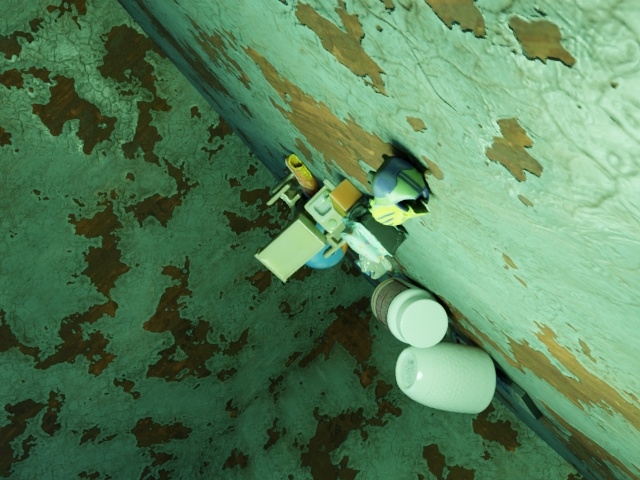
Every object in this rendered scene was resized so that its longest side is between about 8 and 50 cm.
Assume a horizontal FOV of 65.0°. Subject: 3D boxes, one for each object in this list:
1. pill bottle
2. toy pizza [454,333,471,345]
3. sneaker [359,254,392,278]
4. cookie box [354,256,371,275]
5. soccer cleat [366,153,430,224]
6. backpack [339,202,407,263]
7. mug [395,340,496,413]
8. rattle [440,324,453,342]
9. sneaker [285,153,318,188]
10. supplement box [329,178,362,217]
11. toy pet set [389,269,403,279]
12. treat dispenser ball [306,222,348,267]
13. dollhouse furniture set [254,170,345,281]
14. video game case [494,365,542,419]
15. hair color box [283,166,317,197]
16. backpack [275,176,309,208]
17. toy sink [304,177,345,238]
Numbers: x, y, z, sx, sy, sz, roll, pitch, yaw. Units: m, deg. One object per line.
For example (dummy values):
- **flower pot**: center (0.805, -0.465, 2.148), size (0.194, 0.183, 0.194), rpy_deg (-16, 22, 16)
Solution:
- **pill bottle**: center (0.361, 0.293, 2.066), size (0.224, 0.224, 0.392), rpy_deg (46, 178, -10)
- **toy pizza**: center (0.701, 0.521, 2.358), size (0.201, 0.032, 0.201), rpy_deg (45, 177, 3)
- **sneaker**: center (0.209, 0.075, 2.244), size (0.262, 0.121, 0.099), rpy_deg (47, 176, -23)
- **cookie box**: center (0.231, 0.097, 2.383), size (0.092, 0.107, 0.040), rpy_deg (45, 176, -18)
- **soccer cleat**: center (0.163, -0.073, 1.000), size (0.121, 0.093, 0.289), rpy_deg (38, 176, 18)
- **backpack**: center (0.143, -0.028, 1.477), size (0.166, 0.144, 0.188), rpy_deg (41, -178, -19)
- **mug**: center (0.468, 0.540, 2.070), size (0.327, 0.277, 0.374), rpy_deg (13, 177, -20)
- **rattle**: center (0.565, 0.459, 2.391), size (0.200, 0.130, 0.142), rpy_deg (49, 166, -14)
- **sneaker**: center (-0.073, -0.271, 2.016), size (0.175, 0.064, 0.067), rpy_deg (43, 168, -14)
- **supplement box**: center (0.087, -0.121, 1.620), size (0.078, 0.080, 0.233), rpy_deg (46, 176, 10)
- **toy pet set**: center (0.358, 0.195, 2.358), size (0.122, 0.065, 0.114), rpy_deg (45, 177, 25)
- **treat dispenser ball**: center (0.000, 0.000, 2.553), size (0.288, 0.288, 0.288), rpy_deg (45, 177, 3)
- **dollhouse furniture set**: center (-0.099, -0.044, 2.168), size (0.362, 0.256, 0.394), rpy_deg (44, -156, -15)
- **video game case**: center (0.833, 0.648, 2.208), size (0.275, 0.035, 0.248), rpy_deg (47, 177, -39)
- **hair color box**: center (-0.093, -0.277, 2.322), size (0.167, 0.053, 0.093), rpy_deg (48, 178, -17)
- **backpack**: center (-0.153, -0.271, 2.636), size (0.158, 0.117, 0.173), rpy_deg (44, 177, 40)
- **toy sink**: center (0.040, -0.111, 1.917), size (0.153, 0.131, 0.234), rpy_deg (45, 177, 13)
